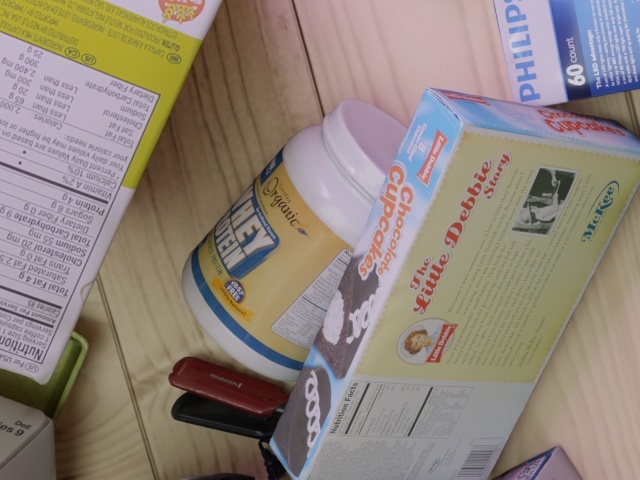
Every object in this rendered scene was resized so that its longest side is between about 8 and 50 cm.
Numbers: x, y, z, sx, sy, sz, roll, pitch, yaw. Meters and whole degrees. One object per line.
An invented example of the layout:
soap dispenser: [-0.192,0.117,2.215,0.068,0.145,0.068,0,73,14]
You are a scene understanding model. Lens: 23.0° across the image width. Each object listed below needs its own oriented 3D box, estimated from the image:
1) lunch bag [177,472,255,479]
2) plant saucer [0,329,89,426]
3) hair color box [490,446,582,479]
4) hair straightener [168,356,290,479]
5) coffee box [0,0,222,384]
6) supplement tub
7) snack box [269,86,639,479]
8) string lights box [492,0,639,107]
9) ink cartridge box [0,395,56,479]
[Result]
lunch bag: [-0.077,0.278,1.279,0.287,0.235,0.169,14,85,16]
plant saucer: [-0.311,0.117,1.448,0.188,0.045,0.188,30,111,11]
hair color box: [0.220,0.355,1.233,0.105,0.174,0.347,-33,89,25]
hair straightener: [-0.022,0.168,1.361,0.230,0.047,0.089,13,128,12]
coffee box: [-0.290,-0.154,1.160,0.338,0.337,0.334,21,111,-14]
supplement tub: [0.000,0.000,1.248,0.144,0.144,0.200,45,113,6]
snack box: [0.103,0.047,1.192,0.060,0.187,0.322,51,126,46]
string lights box: [0.260,-0.183,1.143,0.259,0.077,0.133,-8,100,22]
ink cartridge box: [-0.353,0.272,1.420,0.211,0.121,0.289,15,122,21]
